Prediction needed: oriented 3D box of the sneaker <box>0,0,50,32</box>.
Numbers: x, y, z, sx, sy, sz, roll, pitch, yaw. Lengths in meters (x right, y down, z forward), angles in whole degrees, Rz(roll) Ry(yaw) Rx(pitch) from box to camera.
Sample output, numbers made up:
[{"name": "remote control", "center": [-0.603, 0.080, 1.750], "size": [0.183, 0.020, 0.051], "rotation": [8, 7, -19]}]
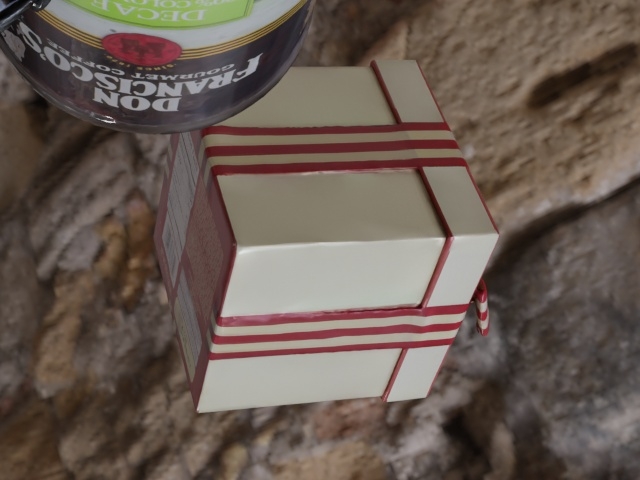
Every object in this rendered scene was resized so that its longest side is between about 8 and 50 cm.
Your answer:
[{"name": "sneaker", "center": [-0.093, -0.119, 0.379], "size": [0.267, 0.106, 0.101], "rotation": [-58, 153, -17]}]

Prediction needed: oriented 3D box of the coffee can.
[{"name": "coffee can", "center": [-0.079, -0.192, 0.647], "size": [0.202, 0.201, 0.275], "rotation": [-16, 169, -14]}]

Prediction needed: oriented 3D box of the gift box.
[{"name": "gift box", "center": [0.000, 0.000, 1.162], "size": [0.258, 0.255, 0.276], "rotation": [-3, 143, -18]}]
